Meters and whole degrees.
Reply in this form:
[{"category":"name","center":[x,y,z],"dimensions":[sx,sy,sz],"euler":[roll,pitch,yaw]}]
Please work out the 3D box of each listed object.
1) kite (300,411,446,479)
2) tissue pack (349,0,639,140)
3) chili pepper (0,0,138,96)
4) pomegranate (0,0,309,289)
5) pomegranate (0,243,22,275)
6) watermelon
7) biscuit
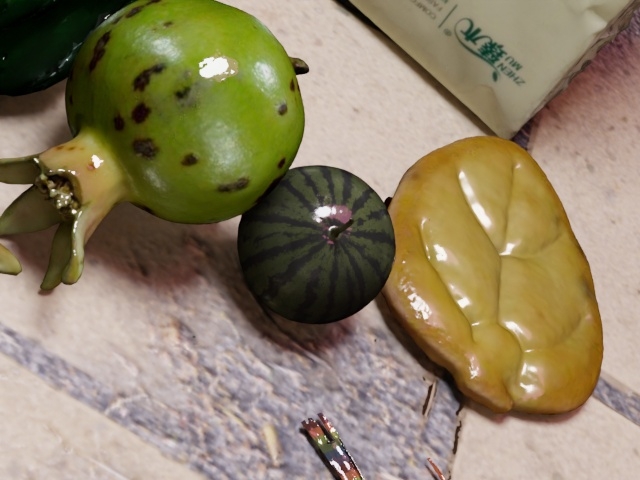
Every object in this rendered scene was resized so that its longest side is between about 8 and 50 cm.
[{"category":"kite","center":[0.060,0.211,1.036],"dimensions":[0.244,0.006,0.198],"euler":[51,42,11]},{"category":"tissue pack","center":[0.123,-0.315,1.320],"dimensions":[0.380,0.297,0.207],"euler":[42,39,3]},{"category":"chili pepper","center":[-0.208,-0.231,1.042],"dimensions":[0.248,0.233,0.256],"euler":[50,45,-1]},{"category":"pomegranate","center":[-0.103,-0.056,1.035],"dimensions":[0.156,0.156,0.220],"euler":[37,83,-5]},{"category":"pomegranate","center":[-0.255,-0.059,0.896],"dimensions":[0.246,0.198,0.198],"euler":[21,45,-33]},{"category":"watermelon","center":[0.000,0.000,1.081],"dimensions":[0.105,0.133,0.105],"euler":[3,78,-12]},{"category":"biscuit","center":[0.131,0.017,1.230],"dimensions":[0.203,0.041,0.260],"euler":[27,45,-15]}]
